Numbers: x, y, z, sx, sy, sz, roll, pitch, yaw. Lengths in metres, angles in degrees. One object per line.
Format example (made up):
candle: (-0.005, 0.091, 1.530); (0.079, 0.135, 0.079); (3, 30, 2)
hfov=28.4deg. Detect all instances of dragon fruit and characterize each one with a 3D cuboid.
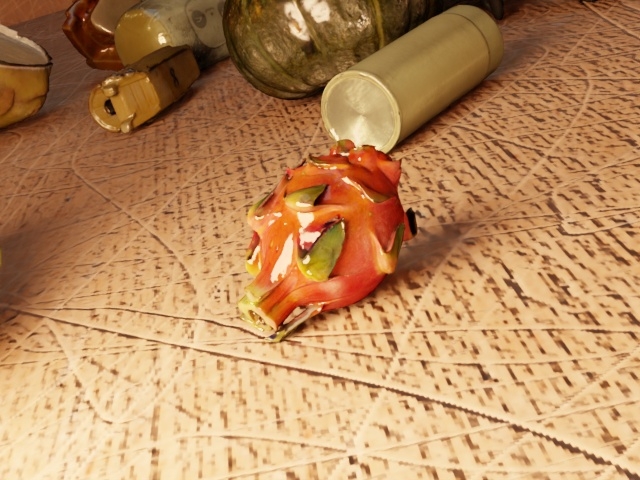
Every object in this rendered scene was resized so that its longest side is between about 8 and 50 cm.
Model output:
dragon fruit: (0.000, 0.001, 0.689); (0.086, 0.081, 0.116); (1, 48, 43)

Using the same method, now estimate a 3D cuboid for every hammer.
hammer: (-0.233, -0.347, 1.643); (0.202, 0.305, 0.113); (-34, -9, -46)

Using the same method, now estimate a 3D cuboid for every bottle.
bottle: (0.080, -0.135, 1.041); (0.072, 0.072, 0.201); (-4, 21, 35)

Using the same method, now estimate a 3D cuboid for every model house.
model house: (-0.243, -0.329, 1.812); (0.219, 0.199, 0.229); (23, -15, -19)

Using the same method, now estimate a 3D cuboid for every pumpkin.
pumpkin: (0.012, -0.214, 1.216); (0.223, 0.157, 0.223); (-23, 1, 0)

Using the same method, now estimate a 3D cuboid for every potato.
potato: (-0.504, -0.186, 1.578); (0.299, 0.196, 0.246); (7, 24, -36)

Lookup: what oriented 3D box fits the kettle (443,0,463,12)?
kettle: (0.192, -0.391, 1.474); (0.236, 0.221, 0.161); (-17, 15, -3)

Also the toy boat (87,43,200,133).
toy boat: (-0.200, -0.176, 1.439); (0.088, 0.068, 0.226); (-18, 17, 17)

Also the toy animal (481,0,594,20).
toy animal: (0.212, -0.304, 1.325); (0.245, 0.146, 0.114); (22, 69, 37)
